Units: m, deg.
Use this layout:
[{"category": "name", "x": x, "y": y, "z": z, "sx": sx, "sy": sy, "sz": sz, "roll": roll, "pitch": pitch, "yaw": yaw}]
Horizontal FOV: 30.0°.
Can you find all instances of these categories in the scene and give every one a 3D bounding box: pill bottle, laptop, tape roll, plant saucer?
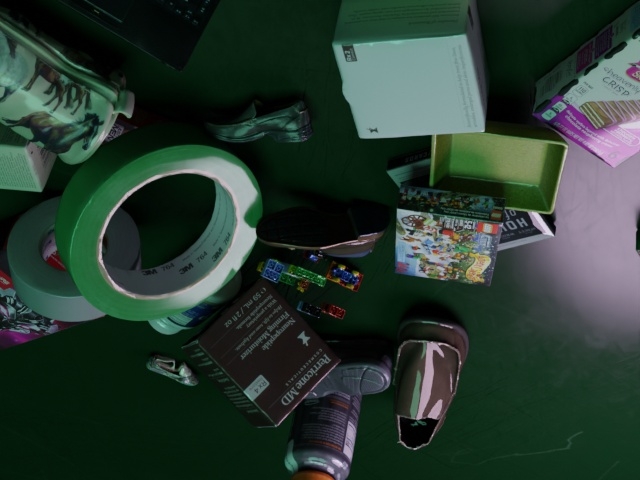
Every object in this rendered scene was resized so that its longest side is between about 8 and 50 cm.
[{"category": "pill bottle", "x": 0.002, "y": 0.386, "z": 2.317, "sx": 0.130, "sy": 0.246, "sz": 0.130, "roll": 7, "pitch": 141, "yaw": 6}, {"category": "laptop", "x": -0.199, "y": -0.385, "z": 1.498, "sx": 0.234, "sy": 0.264, "sz": 0.136, "roll": 29, "pitch": 175, "yaw": -20}, {"category": "tape roll", "x": -0.249, "y": -0.026, "z": 1.857, "sx": 0.321, "sy": 0.077, "sz": 0.321, "roll": -18, "pitch": 131, "yaw": -22}, {"category": "plant saucer", "x": 0.254, "y": -0.116, "z": 1.723, "sx": 0.188, "sy": 0.045, "sz": 0.188, "roll": 7, "pitch": 151, "yaw": 7}, {"category": "tape roll", "x": -0.411, "y": 0.027, "z": 2.001, "sx": 0.219, "sy": 0.219, "sz": 0.072, "roll": 10, "pitch": 142, "yaw": 2}, {"category": "pill bottle", "x": -0.233, "y": 0.094, "z": 2.124, "sx": 0.112, "sy": 0.112, "sz": 0.186, "roll": 30, "pitch": 139, "yaw": -22}]

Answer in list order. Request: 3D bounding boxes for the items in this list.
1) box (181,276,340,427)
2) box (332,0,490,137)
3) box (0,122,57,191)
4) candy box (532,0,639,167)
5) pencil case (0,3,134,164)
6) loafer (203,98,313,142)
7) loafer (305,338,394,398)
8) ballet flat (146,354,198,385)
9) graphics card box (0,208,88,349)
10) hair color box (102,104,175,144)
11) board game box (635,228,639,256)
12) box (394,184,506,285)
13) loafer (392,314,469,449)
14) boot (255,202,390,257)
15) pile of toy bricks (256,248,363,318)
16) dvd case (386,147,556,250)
[{"category": "box", "x": -0.107, "y": 0.198, "z": 2.088, "sx": 0.203, "sy": 0.168, "sz": 0.167, "roll": 47, "pitch": 162, "yaw": -4}, {"category": "box", "x": 0.126, "y": -0.242, "z": 1.605, "sx": 0.181, "sy": 0.119, "sz": 0.181, "roll": -1, "pitch": 140, "yaw": 17}, {"category": "box", "x": -0.574, "y": -0.154, "z": 1.921, "sx": 0.275, "sy": 0.094, "sz": 0.113, "roll": 6, "pitch": 141, "yaw": 8}, {"category": "candy box", "x": 0.422, "y": -0.212, "z": 1.602, "sx": 0.159, "sy": 0.071, "sz": 0.233, "roll": 29, "pitch": 138, "yaw": -20}, {"category": "pencil case", "x": -0.467, "y": -0.271, "z": 1.694, "sx": 0.410, "sy": 0.160, "sz": 0.183, "roll": 33, "pitch": 152, "yaw": -24}, {"category": "loafer", "x": -0.096, "y": -0.185, "z": 1.795, "sx": 0.170, "sy": 0.062, "sz": 0.061, "roll": -1, "pitch": 118, "yaw": 11}, {"category": "loafer", "x": -0.002, "y": 0.235, "z": 2.262, "sx": 0.302, "sy": 0.095, "sz": 0.109, "roll": -2, "pitch": 130, "yaw": 22}, {"category": "ballet flat", "x": -0.294, "y": 0.260, "z": 2.408, "sx": 0.114, "sy": 0.041, "sz": 0.041, "roll": 23, "pitch": 141, "yaw": -15}, {"category": "graphics card box", "x": -0.592, "y": 0.088, "z": 2.228, "sx": 0.370, "sy": 0.094, "sz": 0.233, "roll": -17, "pitch": 134, "yaw": 33}, {"category": "hair color box", "x": -0.287, "y": -0.169, "z": 1.866, "sx": 0.141, "sy": 0.043, "sz": 0.072, "roll": 21, "pitch": 140, "yaw": -13}, {"category": "board game box", "x": 0.679, "y": 0.036, "z": 1.863, "sx": 0.317, "sy": 0.046, "sz": 0.213, "roll": -11, "pitch": 137, "yaw": 26}, {"category": "box", "x": 0.197, "y": -0.004, "z": 1.857, "sx": 0.159, "sy": 0.044, "sz": 0.233, "roll": 8, "pitch": 155, "yaw": 7}, {"category": "loafer", "x": 0.201, "y": 0.272, "z": 2.216, "sx": 0.133, "sy": 0.130, "sz": 0.366, "roll": 6, "pitch": 141, "yaw": 8}, {"category": "boot", "x": 0.000, "y": 0.000, "z": 1.944, "sx": 0.219, "sy": 0.082, "sz": 0.106, "roll": -4, "pitch": 151, "yaw": -10}, {"category": "pile of toy bricks", "x": -0.042, "y": 0.055, "z": 2.049, "sx": 0.212, "sy": 0.118, "sz": 0.105, "roll": 26, "pitch": 173, "yaw": -31}, {"category": "dvd case", "x": 0.238, "y": -0.065, "z": 1.869, "sx": 0.179, "sy": 0.030, "sz": 0.239, "roll": -15, "pitch": 134, "yaw": 31}]
